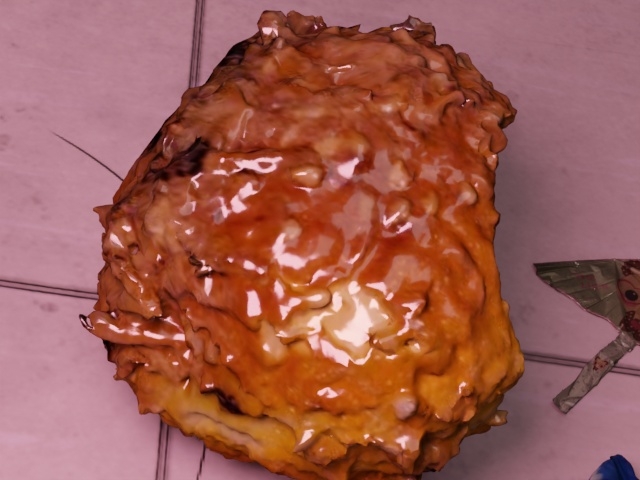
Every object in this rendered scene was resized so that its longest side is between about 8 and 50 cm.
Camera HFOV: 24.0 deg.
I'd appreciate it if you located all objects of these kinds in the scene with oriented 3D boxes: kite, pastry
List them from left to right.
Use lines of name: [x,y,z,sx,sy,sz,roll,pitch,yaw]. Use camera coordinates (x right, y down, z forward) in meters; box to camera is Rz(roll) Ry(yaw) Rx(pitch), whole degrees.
pastry: [-0.015,0.008,1.217,0.337,0.292,0.405,4,62,-2]
kite: [0.292,0.089,1.416,0.229,0.012,0.250,36,52,15]

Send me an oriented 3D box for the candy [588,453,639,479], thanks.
candy: [0.163,0.279,1.178,0.331,0.077,0.187,-12,58,-28]
